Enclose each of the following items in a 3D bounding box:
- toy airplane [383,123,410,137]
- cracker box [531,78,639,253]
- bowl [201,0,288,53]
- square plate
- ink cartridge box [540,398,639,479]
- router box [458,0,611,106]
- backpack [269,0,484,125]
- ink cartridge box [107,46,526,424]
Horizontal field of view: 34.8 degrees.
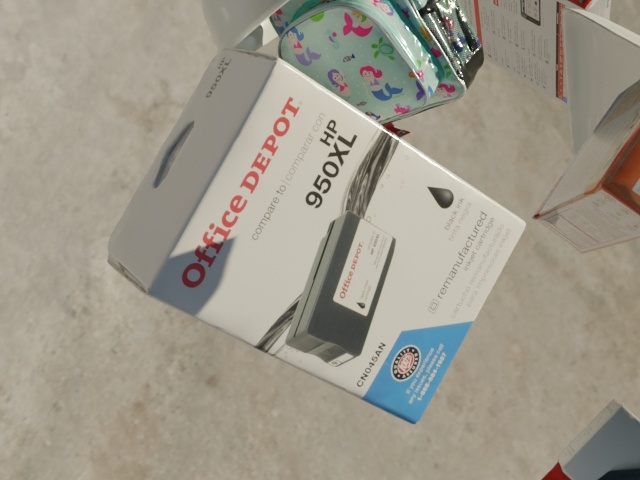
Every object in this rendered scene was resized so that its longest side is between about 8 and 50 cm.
[{"bbox_3d":[0.058,-0.140,1.506,0.151,0.151,0.028,0,59,-38],"label":"toy airplane"},{"bbox_3d":[0.277,-0.075,0.887,0.067,0.232,0.155,36,86,1],"label":"cracker box"},{"bbox_3d":[-0.045,-0.358,1.274,0.134,0.298,0.298,53,46,-5],"label":"bowl"},{"bbox_3d":[0.493,-0.151,1.421,0.347,0.344,0.049,36,73,31],"label":"square plate"},{"bbox_3d":[0.442,0.403,1.448,0.275,0.239,0.060,42,5,1],"label":"ink cartridge box"},{"bbox_3d":[0.403,-0.430,1.960,0.301,0.335,0.082,37,77,25],"label":"router box"},{"bbox_3d":[0.056,-0.269,1.293,0.191,0.225,0.253,-48,116,-45],"label":"backpack"},{"bbox_3d":[0.000,0.000,1.185,0.395,0.166,0.285,29,88,-30],"label":"ink cartridge box"}]
